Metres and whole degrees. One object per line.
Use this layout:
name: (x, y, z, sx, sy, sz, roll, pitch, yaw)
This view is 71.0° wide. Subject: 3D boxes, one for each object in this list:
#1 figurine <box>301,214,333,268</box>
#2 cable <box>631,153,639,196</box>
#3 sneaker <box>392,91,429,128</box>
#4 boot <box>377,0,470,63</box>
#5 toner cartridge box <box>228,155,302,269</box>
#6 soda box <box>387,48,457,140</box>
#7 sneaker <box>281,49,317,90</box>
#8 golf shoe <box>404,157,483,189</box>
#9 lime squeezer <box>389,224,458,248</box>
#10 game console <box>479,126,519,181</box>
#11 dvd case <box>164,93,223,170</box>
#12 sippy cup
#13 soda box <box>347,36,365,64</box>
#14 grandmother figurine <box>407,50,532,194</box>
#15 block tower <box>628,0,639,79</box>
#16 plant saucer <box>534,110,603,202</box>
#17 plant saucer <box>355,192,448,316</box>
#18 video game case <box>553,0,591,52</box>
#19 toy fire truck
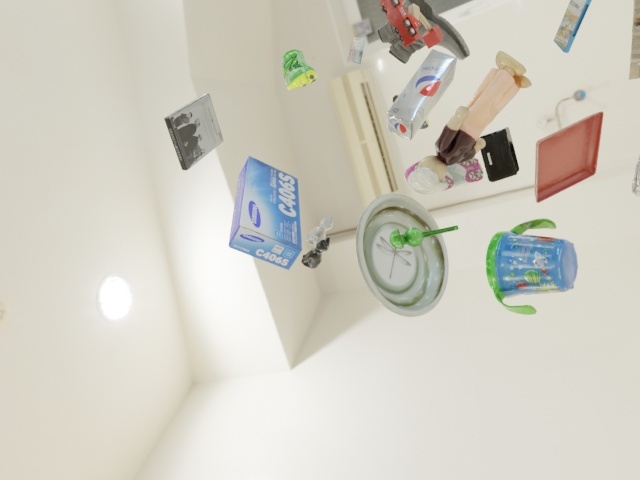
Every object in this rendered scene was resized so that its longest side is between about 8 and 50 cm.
figurine: (0.000, 0.000, 2.148, 0.092, 0.209, 0.215, 20, -124, -16)
cable: (1.062, -0.268, 1.378, 0.257, 0.089, 0.257, 19, -97, -72)
sneaker: (0.430, -0.603, 2.050, 0.208, 0.081, 0.094, 48, -122, -4)
boot: (0.404, -0.779, 1.766, 0.338, 0.223, 0.118, 47, -146, 1)
toner cartridge box: (-0.141, -0.085, 1.192, 0.165, 0.075, 0.348, 22, -147, -21)
soda box: (0.321, -0.462, 1.422, 0.286, 0.091, 0.098, -55, -20, -15)
sneaker: (-0.095, -0.615, 1.612, 0.295, 0.109, 0.124, -124, 11, -63)
golf shoe: (0.397, -0.205, 1.505, 0.306, 0.140, 0.115, -7, -102, -25)
lime squeezer: (0.262, -0.020, 1.257, 0.310, 0.110, 0.059, -4, -120, -44)
game console: (0.467, -0.224, 1.171, 0.071, 0.107, 0.122, -84, -24, -81)
dvd case: (-0.417, -0.368, 1.509, 0.239, 0.029, 0.179, -60, -33, -50)
sippy cup: (0.702, 0.081, 1.475, 0.240, 0.224, 0.306, -3, -89, -41)
soda box: (0.161, -0.847, 1.999, 0.183, 0.063, 0.058, -77, -1, -49)
grandmother figurine: (0.334, -0.249, 1.046, 0.208, 0.342, 0.104, 24, -160, -46)
block tower: (1.142, -0.742, 1.569, 0.097, 0.091, 0.336, 18, -101, -58)
plant saucer: (0.847, -0.291, 1.560, 0.048, 0.258, 0.259, 57, 171, 51)
plant saucer: (0.250, 0.051, 1.459, 0.400, 0.100, 0.401, 11, -110, -33)
video game case: (0.696, -0.617, 1.232, 0.119, 0.015, 0.166, -77, -3, -50)
toy fire truck: (0.254, -0.608, 1.241, 0.192, 0.047, 0.135, 52, -124, -20)
